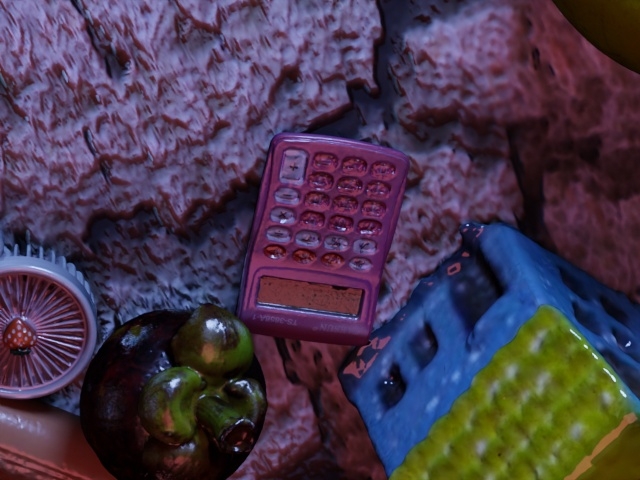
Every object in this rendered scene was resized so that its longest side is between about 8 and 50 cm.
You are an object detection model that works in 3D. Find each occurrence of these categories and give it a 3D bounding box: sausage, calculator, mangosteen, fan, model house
[{"bbox_3d":[-0.270,0.175,1.629,0.289,0.086,0.086,24,112,-17],"label":"sausage"},{"bbox_3d":[0.000,0.000,1.605,0.126,0.034,0.191,9,110,-11],"label":"calculator"},{"bbox_3d":[-0.113,0.131,1.577,0.172,0.172,0.184,33,132,-21],"label":"mangosteen"},{"bbox_3d":[-0.282,0.025,1.558,0.130,0.074,0.244,-29,116,8],"label":"fan"},{"bbox_3d":[0.181,0.170,1.574,0.215,0.303,0.237,31,109,-27],"label":"model house"}]

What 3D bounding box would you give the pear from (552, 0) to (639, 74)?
[{"bbox_3d":[0.263,-0.240,1.419,0.212,0.212,0.269,-28,109,7],"label":"pear"}]
